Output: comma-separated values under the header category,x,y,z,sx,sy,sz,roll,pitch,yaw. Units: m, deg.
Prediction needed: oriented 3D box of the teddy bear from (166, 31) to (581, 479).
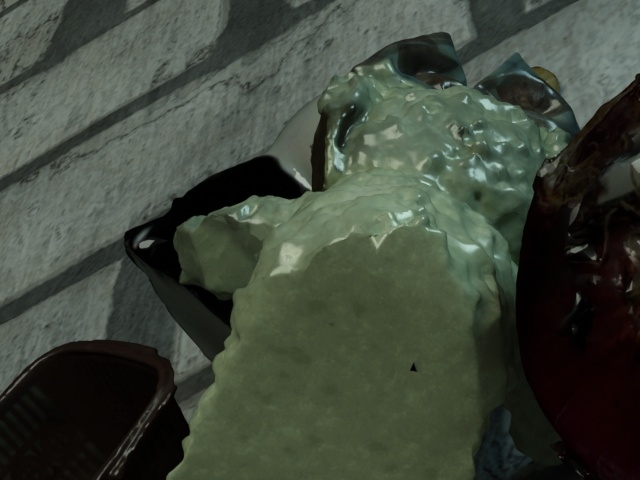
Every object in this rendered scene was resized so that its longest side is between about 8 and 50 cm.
category,x,y,z,sx,sy,sz,roll,pitch,yaw
teddy bear,0.050,0.060,1.260,0.362,0.327,0.375,-56,-16,-75

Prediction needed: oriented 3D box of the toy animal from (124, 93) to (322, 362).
category,x,y,z,sx,sy,sz,roll,pitch,yaw
toy animal,0.007,0.007,1.448,0.267,0.212,0.212,-36,26,-14

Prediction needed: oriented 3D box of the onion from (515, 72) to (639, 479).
category,x,y,z,sx,sy,sz,roll,pitch,yaw
onion,0.261,0.029,1.047,0.314,0.232,0.314,-5,80,30

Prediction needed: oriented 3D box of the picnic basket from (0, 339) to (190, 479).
category,x,y,z,sx,sy,sz,roll,pitch,yaw
picnic basket,-0.209,0.226,1.426,0.222,0.129,0.297,3,47,50

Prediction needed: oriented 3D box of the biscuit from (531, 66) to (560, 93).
category,x,y,z,sx,sy,sz,roll,pitch,yaw
biscuit,0.167,-0.118,1.646,0.120,0.015,0.120,-28,28,17
